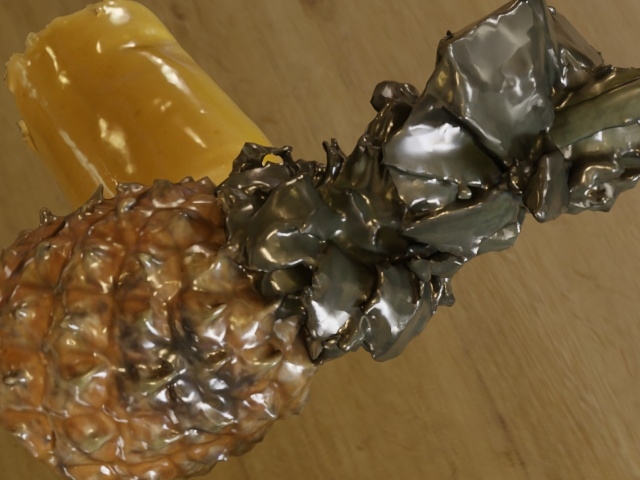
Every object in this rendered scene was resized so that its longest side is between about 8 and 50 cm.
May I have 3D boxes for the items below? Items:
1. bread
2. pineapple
[{"bbox_3d":[-0.075,-0.024,0.609,0.085,0.134,0.173,-32,53,-15],"label":"bread"},{"bbox_3d":[0.000,0.000,0.422,0.237,0.111,0.119,-30,29,14],"label":"pineapple"}]
